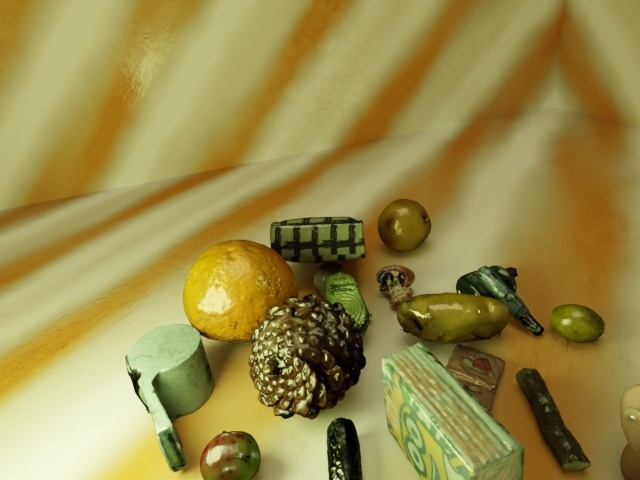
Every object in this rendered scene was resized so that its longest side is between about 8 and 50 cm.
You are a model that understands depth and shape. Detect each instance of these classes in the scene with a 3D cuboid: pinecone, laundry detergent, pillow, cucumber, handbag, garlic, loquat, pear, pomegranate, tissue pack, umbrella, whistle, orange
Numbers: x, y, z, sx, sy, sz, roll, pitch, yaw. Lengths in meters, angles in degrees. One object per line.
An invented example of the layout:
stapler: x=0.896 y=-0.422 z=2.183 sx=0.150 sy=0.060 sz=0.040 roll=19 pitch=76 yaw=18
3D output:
pinecone: x=-0.031 y=0.284 z=1.132 sx=0.295 sy=0.242 sz=0.298 roll=-22 pitch=52 yaw=-30
laundry detergent: x=0.552 y=0.140 z=1.437 sx=0.221 sy=0.078 sz=0.144 roll=-16 pitch=38 yaw=-21
pillow: x=0.370 y=0.349 z=1.120 sx=0.135 sy=0.049 sz=0.248 roll=10 pitch=29 yaw=29
cucumber: x=0.051 y=0.481 z=0.926 sx=0.074 sy=0.075 sz=0.241 roll=-7 pitch=29 yaw=2
handbag: x=0.000 y=0.000 z=1.656 sx=0.324 sy=0.163 sz=0.327 roll=-2 pitch=-2 yaw=3
garlic: x=0.026 y=0.137 z=1.570 sx=0.101 sy=0.087 sz=0.196 roll=6 pitch=26 yaw=0
loquat: x=0.320 y=-0.059 z=1.745 sx=0.207 sy=0.208 sz=0.208 roll=-6 pitch=28 yaw=3
pear: x=0.689 y=0.222 z=1.215 sx=0.131 sy=0.107 sz=0.107 roll=13 pitch=34 yaw=41
pomegranate: x=-0.193 y=0.483 z=0.949 sx=0.129 sy=0.129 sz=0.159 roll=0 pitch=55 yaw=15
tissue pack: x=0.244 y=0.386 z=0.889 sx=0.127 sy=0.228 sz=0.311 roll=-18 pitch=28 yaw=-17
umbrella: x=0.551 y=0.173 z=1.322 sx=0.053 sy=0.052 sz=0.250 roll=10 pitch=36 yaw=-48
whistle: x=-0.391 y=0.375 z=1.134 sx=0.188 sy=0.168 sz=0.405 roll=-6 pitch=28 yaw=2
orange: x=-0.232 y=0.147 z=1.331 sx=0.340 sy=0.294 sz=0.341 roll=-3 pitch=-15 yaw=-1

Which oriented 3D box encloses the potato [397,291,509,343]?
potato: x=0.364 y=0.214 z=1.252 sx=0.299 sy=0.140 sz=0.173 roll=1 pitch=-9 yaw=4

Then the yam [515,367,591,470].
yam: x=0.504 y=0.389 z=0.999 sx=0.060 sy=0.061 sz=0.253 roll=-6 pitch=28 yaw=3

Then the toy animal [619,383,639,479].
toy animal: x=0.646 y=0.380 z=0.811 sx=0.209 sy=0.221 sz=0.229 roll=3 pitch=2 yaw=22

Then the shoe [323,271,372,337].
shoe: x=0.080 y=0.207 z=1.375 sx=0.139 sy=0.128 sz=0.262 roll=-15 pitch=43 yaw=3

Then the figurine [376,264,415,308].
figurine: x=0.257 y=0.156 z=1.468 sx=0.126 sy=0.114 sz=0.157 roll=-34 pitch=56 yaw=14
